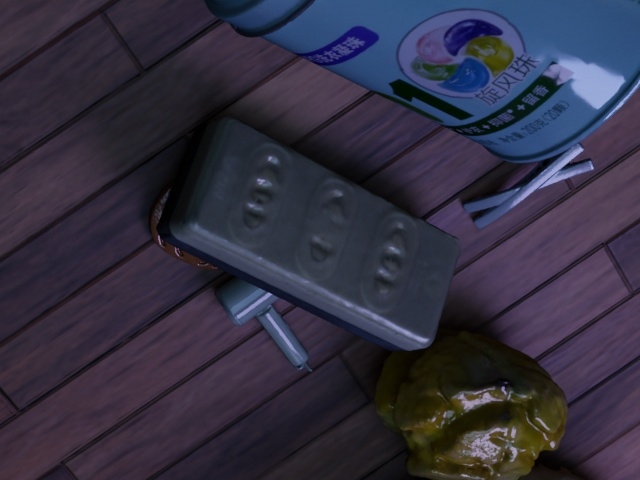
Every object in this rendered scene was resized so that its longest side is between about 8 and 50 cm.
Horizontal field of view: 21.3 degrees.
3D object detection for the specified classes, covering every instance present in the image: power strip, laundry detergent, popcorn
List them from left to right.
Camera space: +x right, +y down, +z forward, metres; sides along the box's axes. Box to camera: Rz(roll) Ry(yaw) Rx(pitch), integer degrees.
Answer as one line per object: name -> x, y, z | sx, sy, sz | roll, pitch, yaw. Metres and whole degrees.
power strip -> 0.000, 0.000, 1.388 | 0.257, 0.070, 0.105 | 27, 71, -26
laundry detergent -> 0.072, -0.242, 1.204 | 0.305, 0.287, 0.287 | 23, 104, -24
popcorn -> 0.129, 0.146, 1.472 | 0.167, 0.148, 0.152 | 19, 135, -5

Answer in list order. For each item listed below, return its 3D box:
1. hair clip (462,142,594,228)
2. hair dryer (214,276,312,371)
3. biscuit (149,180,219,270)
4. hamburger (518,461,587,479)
hair clip -> 0.177, -0.051, 1.465 | 0.115, 0.039, 0.030 | -30, 109, 10
hair dryer -> -0.033, 0.070, 1.449 | 0.063, 0.038, 0.124 | -35, 123, 0
biscuit -> -0.095, -0.016, 1.402 | 0.091, 0.015, 0.078 | 21, 105, -23
hamburger -> 0.181, 0.371, 1.519 | 0.330, 0.250, 0.330 | -4, 113, -10
